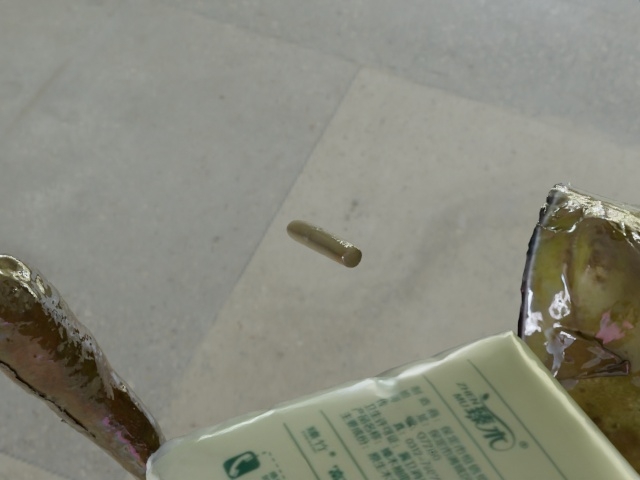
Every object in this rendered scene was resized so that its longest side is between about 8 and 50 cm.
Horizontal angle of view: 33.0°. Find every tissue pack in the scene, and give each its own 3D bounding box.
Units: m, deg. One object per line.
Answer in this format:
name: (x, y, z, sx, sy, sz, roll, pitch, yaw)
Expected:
tissue pack: (0.095, 0.265, 0.625, 0.297, 0.207, 0.380, -15, 45, -20)

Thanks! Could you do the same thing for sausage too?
sausage: (0.000, 0.000, 1.020, 0.024, 0.024, 0.132, -17, 20, -22)

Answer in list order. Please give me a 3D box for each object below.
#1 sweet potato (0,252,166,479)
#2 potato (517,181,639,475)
sweet potato: (-0.199, 0.104, 0.844, 0.075, 0.273, 0.075, -20, 39, 17)
potato: (0.285, 0.096, 0.916, 0.196, 0.300, 0.246, 5, 30, 26)
